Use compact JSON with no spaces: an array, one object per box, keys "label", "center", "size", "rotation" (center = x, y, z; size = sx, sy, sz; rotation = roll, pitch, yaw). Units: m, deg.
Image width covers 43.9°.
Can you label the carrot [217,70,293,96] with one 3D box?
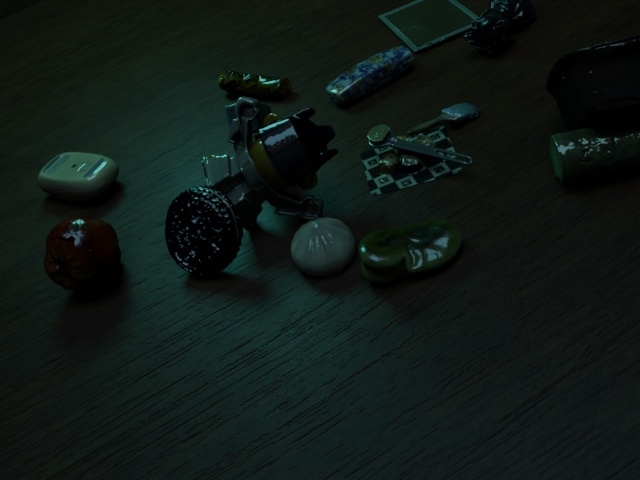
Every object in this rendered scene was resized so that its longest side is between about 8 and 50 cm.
[{"label":"carrot","center":[-0.184,-0.432,2.201],"size":[0.228,0.069,0.069],"rotation":[12,49,31]}]

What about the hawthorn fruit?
[{"label":"hawthorn fruit","center":[-0.513,0.029,1.743],"size":[0.173,0.179,0.174],"rotation":[-2,83,21]}]

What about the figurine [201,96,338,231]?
[{"label":"figurine","center":[-0.101,-0.163,1.707],"size":[0.308,0.309,0.143],"rotation":[-12,27,10]}]

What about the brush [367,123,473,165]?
[{"label":"brush","center":[0.216,-0.206,1.742],"size":[0.266,0.027,0.062],"rotation":[20,62,34]}]

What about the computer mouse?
[{"label":"computer mouse","center":[-0.626,-0.165,2.064],"size":[0.236,0.082,0.145],"rotation":[6,47,31]}]

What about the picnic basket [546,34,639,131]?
[{"label":"picnic basket","center":[0.570,-0.298,1.577],"size":[0.222,0.297,0.129],"rotation":[-9,85,8]}]

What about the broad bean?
[{"label":"broad bean","center":[0.170,0.016,1.546],"size":[0.206,0.072,0.153],"rotation":[-18,40,-16]}]

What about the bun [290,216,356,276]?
[{"label":"bun","center":[0.000,0.000,1.606],"size":[0.138,0.094,0.138],"rotation":[-11,44,11]}]

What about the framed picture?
[{"label":"framed picture","center":[0.309,-0.622,2.247],"size":[0.216,0.016,0.273],"rotation":[-23,40,-4]}]

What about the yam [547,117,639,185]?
[{"label":"yam","center":[0.558,-0.178,1.566],"size":[0.194,0.107,0.107],"rotation":[-12,40,9]}]

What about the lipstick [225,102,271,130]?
[{"label":"lipstick","center":[-0.164,-0.292,1.901],"size":[0.066,0.068,0.317],"rotation":[-11,7,5]}]

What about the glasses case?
[{"label":"glasses case","center":[0.129,-0.433,2.067],"size":[0.247,0.065,0.087],"rotation":[-31,42,-12]}]

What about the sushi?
[{"label":"sushi","center":[0.196,-0.194,1.785],"size":[0.210,0.040,0.193],"rotation":[-16,40,5]}]

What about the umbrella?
[{"label":"umbrella","center":[0.476,-0.584,2.071],"size":[0.122,0.110,0.272],"rotation":[11,44,33]}]

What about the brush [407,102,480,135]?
[{"label":"brush","center":[0.278,-0.276,1.831],"size":[0.196,0.021,0.070],"rotation":[-25,40,-23]}]

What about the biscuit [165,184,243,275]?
[{"label":"biscuit","center":[-0.248,-0.020,1.674],"size":[0.194,0.195,0.053],"rotation":[6,11,28]}]
